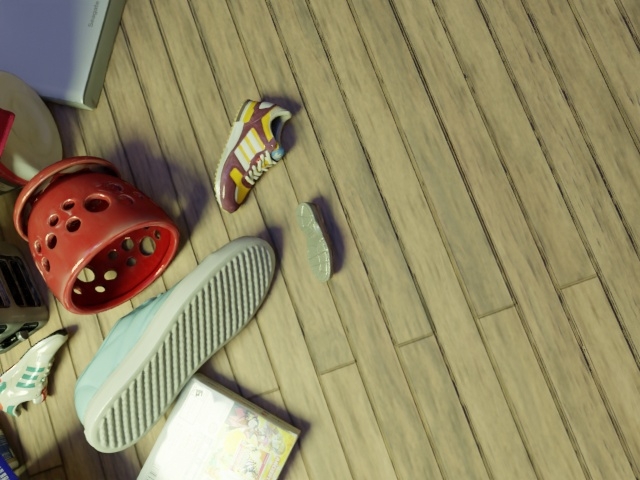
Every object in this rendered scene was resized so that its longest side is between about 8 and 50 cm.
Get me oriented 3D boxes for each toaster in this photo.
[{"bbox_3d":[-0.531,0.084,0.810,0.110,0.168,0.186,-28,82,1],"label":"toaster"}]

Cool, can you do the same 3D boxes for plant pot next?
[{"bbox_3d":[-0.336,-0.012,0.784,0.174,0.191,0.191,42,90,17],"label":"plant pot"}]

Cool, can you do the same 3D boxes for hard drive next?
[{"bbox_3d":[-0.530,-0.371,0.920,0.352,0.047,0.233,13,86,9],"label":"hard drive"}]

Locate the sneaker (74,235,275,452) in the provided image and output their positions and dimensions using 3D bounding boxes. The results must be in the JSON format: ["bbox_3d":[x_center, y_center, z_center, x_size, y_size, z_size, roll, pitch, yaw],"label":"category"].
[{"bbox_3d":[-0.229,0.117,0.786,0.150,0.135,0.366,31,71,39],"label":"sneaker"}]

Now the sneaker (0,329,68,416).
[{"bbox_3d":[-0.450,0.213,0.845,0.161,0.057,0.075,-42,97,0],"label":"sneaker"}]

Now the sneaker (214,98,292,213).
[{"bbox_3d":[-0.102,-0.127,0.822,0.083,0.069,0.186,14,86,14],"label":"sneaker"}]

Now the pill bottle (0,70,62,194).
[{"bbox_3d":[-0.600,-0.133,0.836,0.318,0.176,0.177,-18,81,5],"label":"pill bottle"}]

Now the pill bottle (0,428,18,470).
[{"bbox_3d":[-0.533,0.321,0.831,0.067,0.067,0.120,-35,80,3],"label":"pill bottle"}]

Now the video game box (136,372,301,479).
[{"bbox_3d":[-0.155,0.332,0.788,0.187,0.048,0.205,27,88,13],"label":"video game box"}]

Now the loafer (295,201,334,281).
[{"bbox_3d":[0.000,0.000,0.810,0.045,0.039,0.125,-22,83,40],"label":"loafer"}]

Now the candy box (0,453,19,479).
[{"bbox_3d":[-0.398,0.466,0.698,0.317,0.122,0.268,47,134,11],"label":"candy box"}]

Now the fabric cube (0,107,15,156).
[{"bbox_3d":[-0.588,-0.108,0.615,0.258,0.258,0.254,19,90,7],"label":"fabric cube"}]
